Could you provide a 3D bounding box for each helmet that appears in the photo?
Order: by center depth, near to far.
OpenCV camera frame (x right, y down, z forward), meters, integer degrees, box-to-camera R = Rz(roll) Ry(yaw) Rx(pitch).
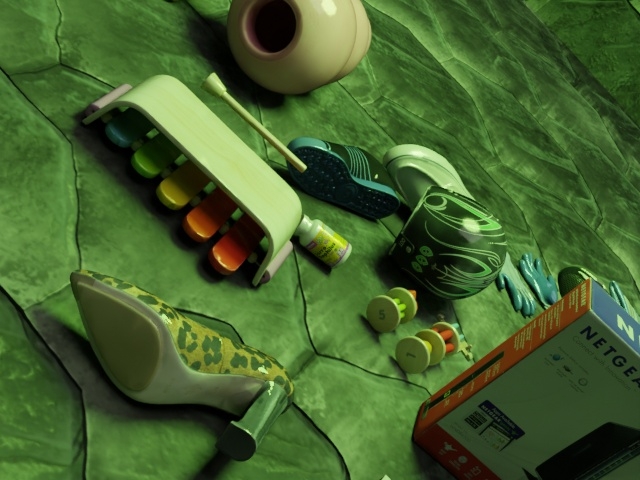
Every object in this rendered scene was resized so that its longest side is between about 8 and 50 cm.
[{"bbox_3d":[0.201,0.011,1.555,0.161,0.169,0.169,31,30,4],"label":"helmet"}]

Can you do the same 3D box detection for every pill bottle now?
[{"bbox_3d":[0.000,0.000,1.425,0.083,0.043,0.043,37,31,-16],"label":"pill bottle"}]

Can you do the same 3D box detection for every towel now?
[{"bbox_3d":[0.576,0.204,1.813,0.285,0.034,0.209,38,37,-56],"label":"towel"}]

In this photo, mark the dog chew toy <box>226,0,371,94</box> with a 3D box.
[{"bbox_3d":[-0.014,-0.343,1.677,0.206,0.206,0.332,52,21,8],"label":"dog chew toy"}]

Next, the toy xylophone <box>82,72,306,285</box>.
[{"bbox_3d":[-0.138,-0.098,1.326,0.323,0.081,0.236,48,30,2],"label":"toy xylophone"}]

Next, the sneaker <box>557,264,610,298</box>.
[{"bbox_3d":[0.469,0.150,1.783,0.130,0.087,0.227,-6,74,-57],"label":"sneaker"}]

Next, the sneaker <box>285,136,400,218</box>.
[{"bbox_3d":[0.027,-0.111,1.565,0.232,0.081,0.090,29,31,-41],"label":"sneaker"}]

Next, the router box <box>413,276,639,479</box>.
[{"bbox_3d":[0.342,0.257,1.300,0.335,0.301,0.082,41,30,-9],"label":"router box"}]

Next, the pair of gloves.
[{"bbox_3d":[0.374,0.077,1.838,0.198,0.023,0.159,18,40,-41],"label":"pair of gloves"}]

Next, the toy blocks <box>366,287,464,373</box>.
[{"bbox_3d":[0.143,0.118,1.456,0.123,0.054,0.148,55,31,13],"label":"toy blocks"}]

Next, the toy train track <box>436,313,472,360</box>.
[{"bbox_3d":[0.206,0.144,1.548,0.083,0.014,0.048,54,30,13],"label":"toy train track"}]

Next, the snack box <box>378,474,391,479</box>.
[{"bbox_3d":[0.055,0.329,1.123,0.064,0.022,0.178,48,30,4],"label":"snack box"}]

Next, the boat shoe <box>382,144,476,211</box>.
[{"bbox_3d":[0.198,-0.052,1.687,0.267,0.096,0.088,46,30,-36],"label":"boat shoe"}]

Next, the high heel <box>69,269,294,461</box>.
[{"bbox_3d":[-0.143,0.109,1.089,0.261,0.093,0.186,44,18,0],"label":"high heel"}]
